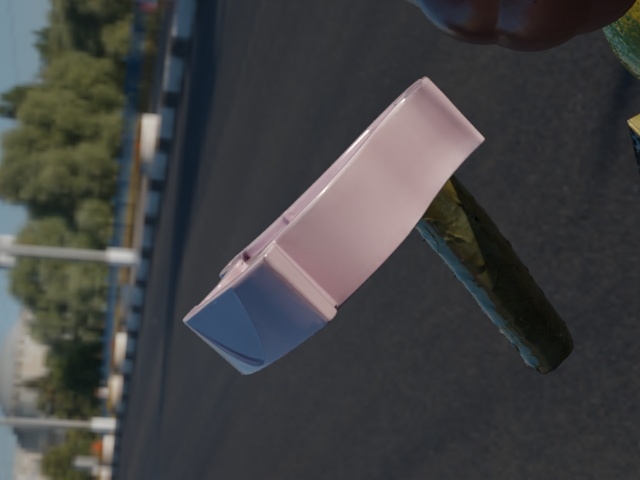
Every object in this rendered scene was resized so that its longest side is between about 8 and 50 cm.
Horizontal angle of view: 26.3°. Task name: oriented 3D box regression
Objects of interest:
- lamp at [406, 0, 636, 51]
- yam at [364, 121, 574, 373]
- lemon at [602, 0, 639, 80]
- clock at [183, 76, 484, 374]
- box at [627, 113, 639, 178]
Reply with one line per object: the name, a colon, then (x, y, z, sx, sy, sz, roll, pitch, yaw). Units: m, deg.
lamp: (0.196, -0.339, 1.347, 0.239, 0.306, 0.305, 86, -177, -60)
yam: (0.168, 0.011, 1.516, 0.083, 0.371, 0.083, -31, 31, 21)
lemon: (0.449, -0.294, 1.646, 0.236, 0.236, 0.263, -104, -3, -64)
clock: (0.000, 0.000, 1.201, 0.275, 0.080, 0.290, -48, 6, -29)
box: (0.300, 0.010, 0.956, 0.240, 0.071, 0.159, -112, -1, -60)
